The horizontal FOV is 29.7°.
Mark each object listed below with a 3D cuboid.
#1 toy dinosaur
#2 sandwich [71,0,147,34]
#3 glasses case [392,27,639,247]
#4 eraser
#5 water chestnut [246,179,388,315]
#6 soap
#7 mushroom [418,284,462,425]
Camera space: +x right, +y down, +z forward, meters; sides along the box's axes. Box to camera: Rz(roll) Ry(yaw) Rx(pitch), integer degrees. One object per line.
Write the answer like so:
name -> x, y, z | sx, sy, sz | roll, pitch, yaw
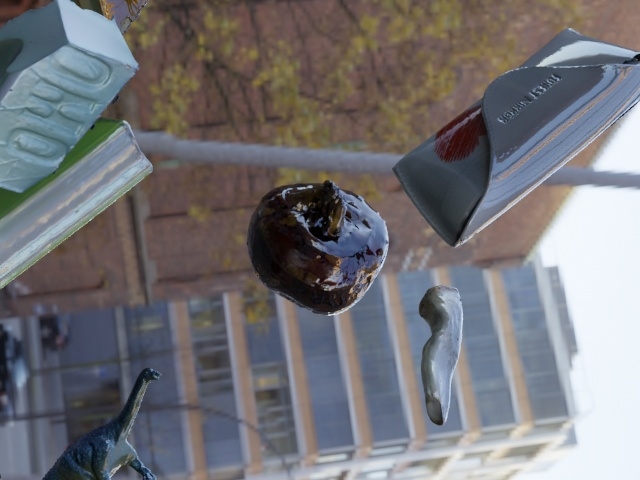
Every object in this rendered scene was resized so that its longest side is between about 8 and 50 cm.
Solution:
toy dinosaur -> -0.358, 0.354, 1.896 | 0.147, 0.363, 0.076 | 58, 19, 19
sandwich -> -0.312, -0.344, 1.571 | 0.079, 0.163, 0.113 | 6, -119, 47
glasses case -> 0.215, -0.128, 1.253 | 0.128, 0.308, 0.083 | 41, -22, 27
eraser -> -0.387, -0.057, 1.655 | 0.210, 0.274, 0.092 | 11, -41, 58
water chestnut -> 0.000, 0.000, 1.885 | 0.223, 0.224, 0.238 | -104, -148, -43
soap -> -0.335, -0.173, 1.434 | 0.230, 0.145, 0.091 | -49, -129, 20
mushroom -> 0.142, 0.137, 1.460 | 0.059, 0.054, 0.202 | 57, 29, -37
